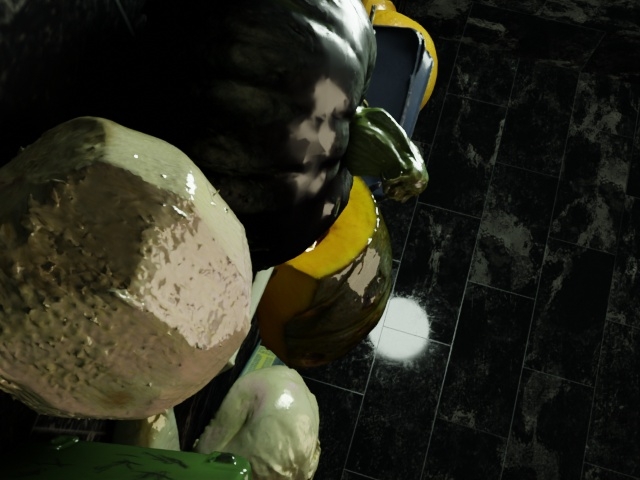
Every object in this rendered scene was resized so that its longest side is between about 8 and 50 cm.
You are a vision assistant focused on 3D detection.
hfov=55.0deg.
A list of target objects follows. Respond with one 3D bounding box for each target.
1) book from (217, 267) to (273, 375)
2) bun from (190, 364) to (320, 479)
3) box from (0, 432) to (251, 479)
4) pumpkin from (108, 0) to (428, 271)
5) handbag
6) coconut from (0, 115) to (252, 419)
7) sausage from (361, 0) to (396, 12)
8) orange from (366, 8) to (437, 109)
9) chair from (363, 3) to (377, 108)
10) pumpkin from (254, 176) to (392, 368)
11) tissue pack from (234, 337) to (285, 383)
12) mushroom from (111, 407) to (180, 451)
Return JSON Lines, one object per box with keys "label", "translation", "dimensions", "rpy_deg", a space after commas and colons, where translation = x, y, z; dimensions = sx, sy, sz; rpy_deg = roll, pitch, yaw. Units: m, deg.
{"label": "book", "translation": [-0.130, 0.090, 0.771], "dimensions": [0.310, 0.021, 0.216], "rpy_deg": [-39, -154, 54]}
{"label": "bun", "translation": [-0.108, 0.437, 1.266], "dimensions": [0.361, 0.213, 0.360], "rpy_deg": [-46, 149, -38]}
{"label": "box", "translation": [-0.176, 0.247, 0.408], "dimensions": [0.328, 0.253, 0.177], "rpy_deg": [52, 40, -83]}
{"label": "pumpkin", "translation": [-0.032, -0.113, 0.569], "dimensions": [0.296, 0.296, 0.295], "rpy_deg": [16, 90, -84]}
{"label": "handbag", "translation": [0.057, -0.255, 1.210], "dimensions": [0.118, 0.269, 0.325], "rpy_deg": [24, 84, -64]}
{"label": "coconut", "translation": [-0.132, 0.025, 0.403], "dimensions": [0.194, 0.195, 0.194], "rpy_deg": [16, 90, -84]}
{"label": "sausage", "translation": [0.103, -0.465, 1.641], "dimensions": [0.134, 0.116, 0.353], "rpy_deg": [-99, -153, -81]}
{"label": "orange", "translation": [0.131, -0.381, 1.399], "dimensions": [0.274, 0.275, 0.274], "rpy_deg": [16, 90, -84]}
{"label": "chair", "translation": [0.000, -0.247, 1.087], "dimensions": [0.160, 0.170, 0.325], "rpy_deg": [55, 45, -85]}
{"label": "pumpkin", "translation": [-0.020, 0.021, 0.959], "dimensions": [0.256, 0.303, 0.225], "rpy_deg": [-30, 147, -29]}
{"label": "tissue pack", "translation": [-0.153, 0.356, 1.534], "dimensions": [0.257, 0.081, 0.185], "rpy_deg": [-59, 164, -63]}
{"label": "mushroom", "translation": [-0.223, 0.321, 0.774], "dimensions": [0.107, 0.087, 0.332], "rpy_deg": [-2, 107, -55]}
